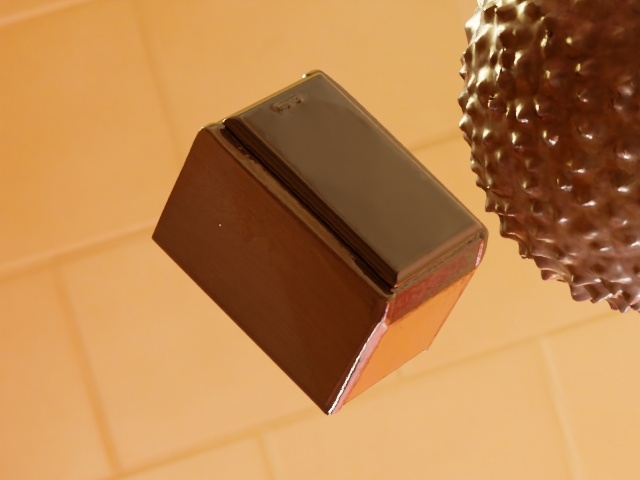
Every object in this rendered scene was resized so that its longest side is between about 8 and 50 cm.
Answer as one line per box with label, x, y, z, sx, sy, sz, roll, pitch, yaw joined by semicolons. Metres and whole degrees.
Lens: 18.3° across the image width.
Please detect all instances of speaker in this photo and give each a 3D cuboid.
speaker;0.000;0.000;1.717;0.231;0.153;0.192;44;-44;17

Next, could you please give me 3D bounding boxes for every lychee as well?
lychee;0.228;-0.100;1.254;0.300;0.300;0.300;163;-90;-82
